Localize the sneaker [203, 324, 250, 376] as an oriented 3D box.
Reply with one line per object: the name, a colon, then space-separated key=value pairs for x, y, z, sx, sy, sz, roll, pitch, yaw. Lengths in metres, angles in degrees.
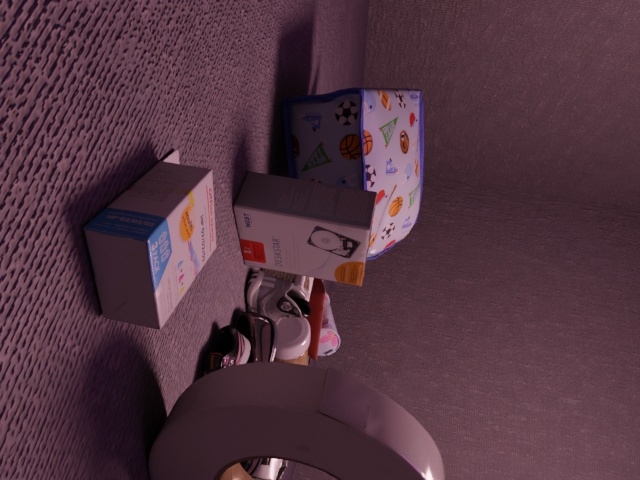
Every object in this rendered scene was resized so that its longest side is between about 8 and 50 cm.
sneaker: x=-0.168 y=0.217 z=0.784 sx=0.077 sy=0.072 sz=0.178 roll=75 pitch=15 yaw=-47

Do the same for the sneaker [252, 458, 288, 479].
sneaker: x=-0.150 y=0.542 z=1.243 sx=0.330 sy=0.146 sz=0.122 roll=-51 pitch=-175 yaw=-30

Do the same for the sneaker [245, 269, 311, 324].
sneaker: x=-0.087 y=0.165 z=1.041 sx=0.229 sy=0.132 sz=0.086 roll=93 pitch=10 yaw=-46

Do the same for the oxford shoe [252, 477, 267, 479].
oxford shoe: x=-0.165 y=0.536 z=0.800 sx=0.449 sy=0.169 sz=0.130 roll=-2 pitch=99 yaw=-76

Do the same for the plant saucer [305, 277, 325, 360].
plant saucer: x=-0.045 y=0.207 z=1.552 sx=0.259 sy=0.047 sz=0.259 roll=-114 pitch=-152 yaw=-63

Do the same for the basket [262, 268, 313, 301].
basket: x=-0.073 y=0.072 z=1.159 sx=0.167 sy=0.103 sz=0.113 roll=79 pitch=22 yaw=-70

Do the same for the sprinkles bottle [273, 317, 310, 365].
sprinkles bottle: x=-0.092 y=0.340 z=1.322 sx=0.355 sy=0.121 sz=0.121 roll=94 pitch=9 yaw=-46

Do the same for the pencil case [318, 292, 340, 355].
pencil case: x=-0.003 y=0.292 z=1.738 sx=0.273 sy=0.113 sz=0.124 roll=-107 pitch=-179 yaw=-64

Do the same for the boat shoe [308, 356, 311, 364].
boat shoe: x=-0.082 y=0.368 z=1.564 sx=0.302 sy=0.091 sz=0.114 roll=65 pitch=36 yaw=-79

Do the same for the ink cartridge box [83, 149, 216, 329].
ink cartridge box: x=-0.156 y=-0.011 z=0.498 sx=0.181 sy=0.061 sz=0.104 roll=-71 pitch=169 yaw=-56

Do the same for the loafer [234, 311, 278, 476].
loafer: x=-0.151 y=0.282 z=0.908 sx=0.095 sy=0.109 sz=0.303 roll=47 pitch=44 yaw=-58

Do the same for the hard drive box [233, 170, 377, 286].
hard drive box: x=-0.025 y=-0.017 z=0.878 sx=0.181 sy=0.232 sz=0.089 roll=90 pitch=13 yaw=-53

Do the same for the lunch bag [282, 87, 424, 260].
lunch bag: x=0.089 y=-0.144 z=1.122 sx=0.328 sy=0.238 sz=0.386 roll=-24 pitch=112 yaw=-51

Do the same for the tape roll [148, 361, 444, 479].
tape roll: x=-0.033 y=0.322 z=0.639 sx=0.072 sy=0.392 sz=0.392 roll=-69 pitch=167 yaw=-57
